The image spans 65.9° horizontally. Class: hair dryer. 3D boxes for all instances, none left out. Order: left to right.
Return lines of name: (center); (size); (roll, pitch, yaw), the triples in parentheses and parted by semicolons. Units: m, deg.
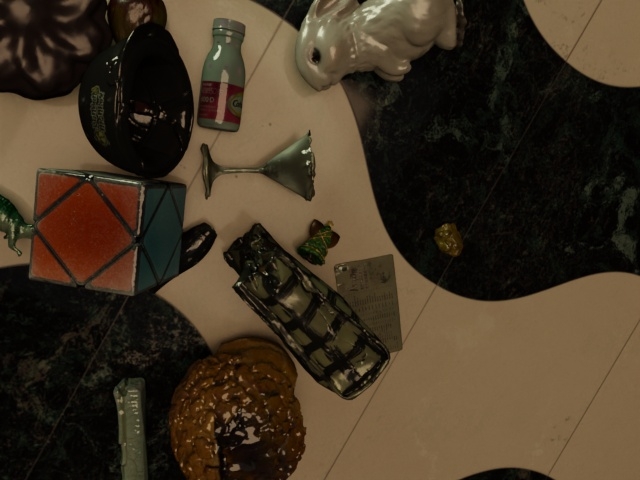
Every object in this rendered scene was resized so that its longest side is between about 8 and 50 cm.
hair dryer: (-0.358, -0.016, 1.072); (0.195, 0.075, 0.219); (-41, 97, 5)

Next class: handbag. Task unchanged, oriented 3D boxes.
handbag: (-0.046, 0.134, 1.033); (0.162, 0.325, 0.327); (-42, 108, -6)

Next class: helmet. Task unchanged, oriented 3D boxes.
helmet: (-0.359, -0.259, 0.930); (0.160, 0.230, 0.279); (8, 115, 18)

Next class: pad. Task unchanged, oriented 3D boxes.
pad: (0.126, 0.174, 1.252); (0.159, 0.009, 0.265); (-11, 103, -13)

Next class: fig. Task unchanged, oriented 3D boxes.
fig: (-0.360, -0.414, 0.969); (0.109, 0.103, 0.155); (5, 99, 5)

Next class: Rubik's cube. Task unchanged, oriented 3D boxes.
Rubik's cube: (-0.395, -0.023, 0.947); (0.207, 0.205, 0.206); (7, 97, 4)

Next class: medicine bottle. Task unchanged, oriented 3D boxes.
medicine bottle: (-0.201, -0.341, 1.028); (0.090, 0.090, 0.217); (6, 98, -16)

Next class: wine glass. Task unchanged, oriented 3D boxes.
wine glass: (-0.135, -0.152, 1.058); (0.231, 0.156, 0.156); (-3, 101, -11)

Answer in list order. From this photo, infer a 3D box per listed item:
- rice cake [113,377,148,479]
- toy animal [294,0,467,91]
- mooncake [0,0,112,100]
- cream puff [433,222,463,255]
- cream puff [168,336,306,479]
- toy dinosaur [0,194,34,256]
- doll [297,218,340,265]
rice cake: (-0.428, 0.483, 1.132); (0.062, 0.066, 0.337); (-1, 100, -6)
toy animal: (0.110, -0.461, 1.052); (0.356, 0.194, 0.258); (-15, 113, -4)
mooncake: (-0.522, -0.395, 0.879); (0.282, 0.141, 0.283); (-9, 109, -27)
cream puff: (0.324, 0.000, 1.251); (0.058, 0.083, 0.083); (-28, 127, 37)
cream puff: (-0.171, 0.401, 1.100); (0.327, 0.231, 0.343); (34, 90, -14)
toy dinosaur: (-0.697, -0.064, 0.959); (0.383, 0.076, 0.129); (38, 83, -21)
doll: (0.000, 0.003, 1.152); (0.078, 0.076, 0.113); (34, 89, -9)
